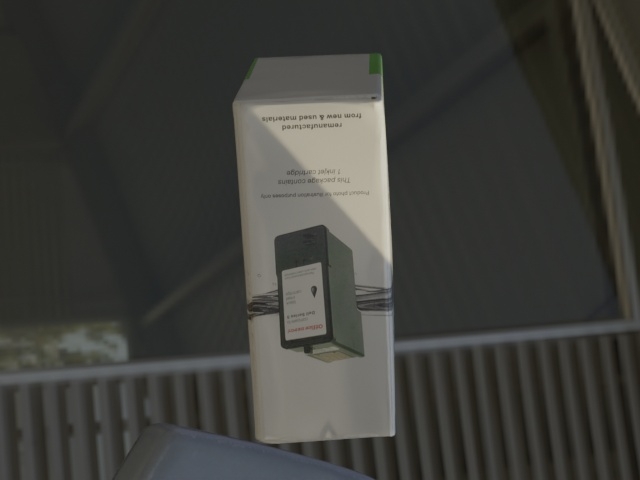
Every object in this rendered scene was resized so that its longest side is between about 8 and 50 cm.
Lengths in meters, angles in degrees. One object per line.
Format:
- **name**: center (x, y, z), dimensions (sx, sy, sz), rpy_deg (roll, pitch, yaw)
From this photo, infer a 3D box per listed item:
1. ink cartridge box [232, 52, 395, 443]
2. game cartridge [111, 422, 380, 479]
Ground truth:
- **ink cartridge box**: center (0.000, 0.000, 1.166), dimensions (0.198, 0.115, 0.273), rpy_deg (-84, 171, -73)
- **game cartridge**: center (0.037, 0.190, 0.415), dimensions (0.198, 0.297, 0.062), rpy_deg (-59, -168, -21)
